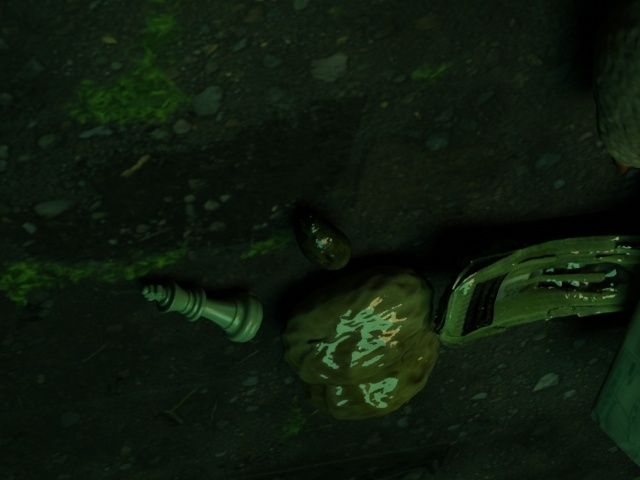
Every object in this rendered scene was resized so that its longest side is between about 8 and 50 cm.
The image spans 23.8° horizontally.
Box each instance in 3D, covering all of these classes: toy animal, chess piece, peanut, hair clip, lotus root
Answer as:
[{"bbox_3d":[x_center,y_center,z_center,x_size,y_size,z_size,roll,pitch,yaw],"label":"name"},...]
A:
[{"bbox_3d":[0.397,-0.193,1.515,0.226,0.188,0.358,24,135,0],"label":"toy animal"},{"bbox_3d":[-0.141,0.073,1.725,0.149,0.059,0.059,18,129,-33],"label":"chess piece"},{"bbox_3d":[0.056,0.127,1.841,0.197,0.110,0.233,-25,145,-4],"label":"peanut"},{"bbox_3d":[0.272,0.039,1.849,0.321,0.091,0.138,-8,135,-26],"label":"hair clip"},{"bbox_3d":[0.000,0.000,1.696,0.049,0.054,0.099,-45,144,-4],"label":"lotus root"}]

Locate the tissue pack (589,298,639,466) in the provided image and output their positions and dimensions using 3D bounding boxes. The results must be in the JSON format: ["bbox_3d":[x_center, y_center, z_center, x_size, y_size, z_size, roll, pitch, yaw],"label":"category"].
[{"bbox_3d":[0.519,0.089,1.920,0.287,0.162,0.388,-32,152,-30],"label":"tissue pack"}]
